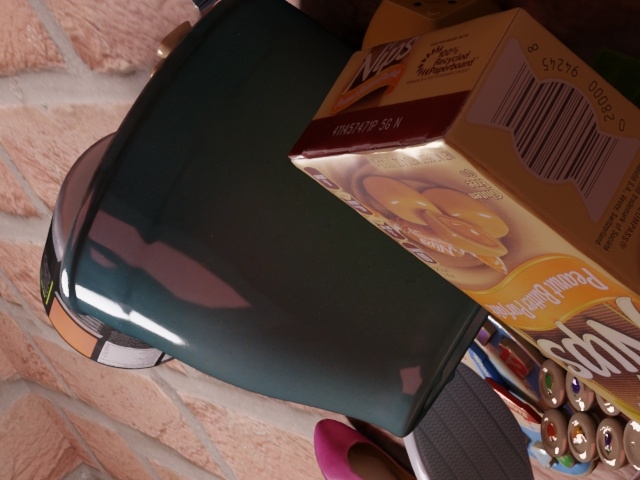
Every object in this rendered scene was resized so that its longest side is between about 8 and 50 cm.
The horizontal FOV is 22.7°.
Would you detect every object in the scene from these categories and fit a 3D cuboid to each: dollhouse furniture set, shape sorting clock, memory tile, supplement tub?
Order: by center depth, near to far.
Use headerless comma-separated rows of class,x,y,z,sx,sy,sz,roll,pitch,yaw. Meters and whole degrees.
dollhouse furniture set,0.185,-0.052,0.954,0.076,0.058,0.151,26,169,34
memory tile,0.195,0.104,1.127,0.148,0.012,0.113,175,93,-65
shape sorting clock,0.146,0.115,1.296,0.206,0.040,0.206,42,158,22
supplement tub,-0.180,0.020,1.594,0.193,0.193,0.316,50,160,3

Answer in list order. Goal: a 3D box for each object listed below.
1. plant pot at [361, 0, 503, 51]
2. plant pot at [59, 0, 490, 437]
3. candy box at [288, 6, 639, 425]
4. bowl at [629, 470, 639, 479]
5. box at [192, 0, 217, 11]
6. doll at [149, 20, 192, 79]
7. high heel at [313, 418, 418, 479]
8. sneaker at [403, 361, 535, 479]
plant pot,0.075,-0.117,0.996,0.081,0.081,0.083,32,141,41
plant pot,0.000,0.000,1.119,0.255,0.271,0.271,32,156,9
candy box,0.156,0.007,0.891,0.316,0.087,0.183,37,165,-20
bowl,0.275,0.206,1.097,0.142,0.053,0.142,45,117,15
box,-0.110,-0.283,1.129,0.220,0.051,0.175,53,160,-8
doll,-0.060,-0.099,1.348,0.189,0.046,0.129,41,149,7
high heel,0.078,0.237,1.638,0.244,0.082,0.117,51,133,42
sneaker,0.131,0.217,1.261,0.258,0.094,0.091,64,160,11
